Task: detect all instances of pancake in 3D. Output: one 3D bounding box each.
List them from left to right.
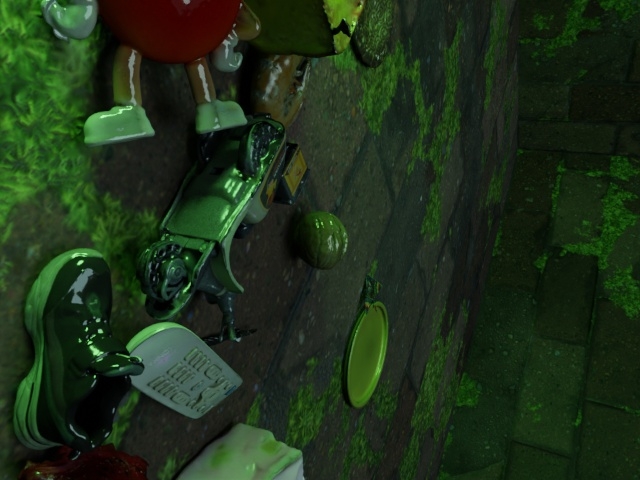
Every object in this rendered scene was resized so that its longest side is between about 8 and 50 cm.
[{"bbox_3d":[0.090,-0.399,0.898,0.199,0.021,0.199,-32,127,-57],"label":"pancake"}]

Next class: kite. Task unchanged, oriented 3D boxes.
[{"bbox_3d":[0.110,0.110,1.104,0.122,0.004,0.090,-41,120,-58],"label":"kite"}]

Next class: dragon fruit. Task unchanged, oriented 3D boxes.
[{"bbox_3d":[-0.201,0.207,0.461,0.131,0.097,0.063,48,50,-34],"label":"dragon fruit"}]

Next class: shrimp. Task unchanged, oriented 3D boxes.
[{"bbox_3d":[-0.046,-0.216,0.666,0.132,0.051,0.188,78,33,-73],"label":"shrimp"}]

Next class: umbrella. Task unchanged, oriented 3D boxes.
[{"bbox_3d":[-0.121,0.119,0.639,0.148,0.022,0.022,2,59,-64],"label":"umbrella"}]

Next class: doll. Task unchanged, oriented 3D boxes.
[{"bbox_3d":[-0.133,-0.194,0.433,0.183,0.085,0.217,-17,120,-38],"label":"doll"}]

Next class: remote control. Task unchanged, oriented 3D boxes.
[{"bbox_3d":[-0.142,0.137,0.548,0.073,0.044,0.229,-40,154,-13],"label":"remote control"}]

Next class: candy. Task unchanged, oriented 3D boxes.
[{"bbox_3d":[-0.098,0.393,0.668,0.155,0.115,0.265,-32,126,-58],"label":"candy"}]

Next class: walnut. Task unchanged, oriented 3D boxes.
[{"bbox_3d":[0.000,0.000,0.780,0.092,0.092,0.092,-31,126,-57],"label":"walnut"}]

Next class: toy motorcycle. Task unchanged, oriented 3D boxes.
[{"bbox_3d":[-0.099,-0.023,0.560,0.263,0.090,0.157,-66,154,-26],"label":"toy motorcycle"}]

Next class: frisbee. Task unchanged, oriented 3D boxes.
[{"bbox_3d":[0.102,0.248,1.140,0.236,0.017,0.236,-29,123,-58],"label":"frisbee"}]

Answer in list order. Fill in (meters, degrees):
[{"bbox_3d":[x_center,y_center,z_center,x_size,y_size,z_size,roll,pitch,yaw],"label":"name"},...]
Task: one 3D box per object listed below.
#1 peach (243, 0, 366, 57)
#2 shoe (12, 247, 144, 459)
[{"bbox_3d":[-0.053,-0.318,0.486,0.267,0.153,0.159,66,35,-38],"label":"peach"},{"bbox_3d":[-0.182,0.094,0.417,0.071,0.099,0.169,11,88,-62],"label":"shoe"}]
